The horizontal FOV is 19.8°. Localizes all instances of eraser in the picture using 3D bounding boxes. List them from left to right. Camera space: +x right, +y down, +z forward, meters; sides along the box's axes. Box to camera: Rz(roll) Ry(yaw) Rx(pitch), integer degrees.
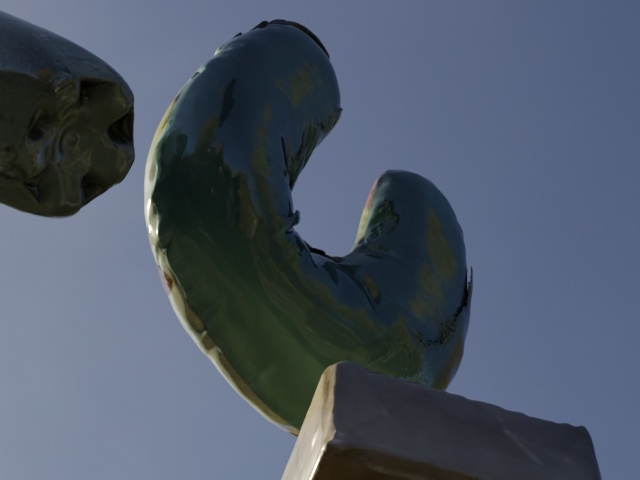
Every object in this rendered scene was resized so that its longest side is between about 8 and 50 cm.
[{"bbox_3d":[0.016,0.227,0.928,0.144,0.078,0.343,17,-60,-8],"label":"eraser"}]

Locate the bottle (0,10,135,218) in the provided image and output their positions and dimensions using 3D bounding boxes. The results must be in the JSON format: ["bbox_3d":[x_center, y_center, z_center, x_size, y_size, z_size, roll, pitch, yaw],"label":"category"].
[{"bbox_3d":[-0.198,-0.085,0.885,0.269,0.083,0.083,25,-36,38],"label":"bottle"}]

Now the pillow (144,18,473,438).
[{"bbox_3d":[0.000,0.000,1.027,0.233,0.214,0.086,47,-42,-17],"label":"pillow"}]
